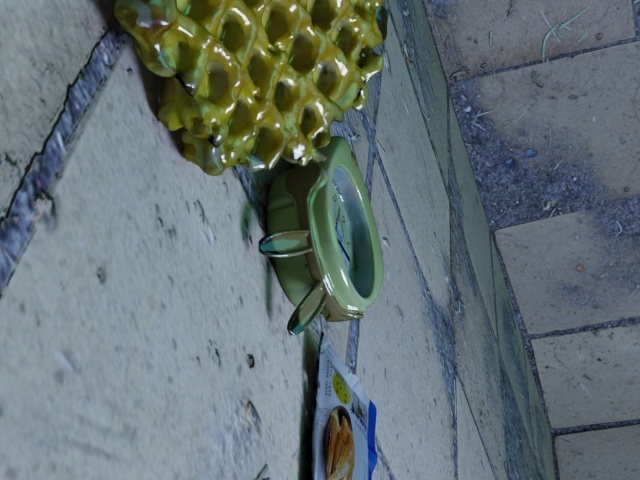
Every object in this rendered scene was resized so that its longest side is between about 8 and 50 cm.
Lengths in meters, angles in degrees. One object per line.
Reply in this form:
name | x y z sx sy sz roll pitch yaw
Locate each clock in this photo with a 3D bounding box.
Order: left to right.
clock | 0.000 0.000 0.891 0.232 0.069 0.170 -55 131 -67

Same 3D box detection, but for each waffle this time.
waffle | -0.033 -0.205 0.717 0.329 0.062 0.329 -20 116 -50

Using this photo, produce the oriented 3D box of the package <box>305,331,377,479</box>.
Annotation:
package | 0.026 0.205 0.903 0.173 0.027 0.171 55 28 -46
